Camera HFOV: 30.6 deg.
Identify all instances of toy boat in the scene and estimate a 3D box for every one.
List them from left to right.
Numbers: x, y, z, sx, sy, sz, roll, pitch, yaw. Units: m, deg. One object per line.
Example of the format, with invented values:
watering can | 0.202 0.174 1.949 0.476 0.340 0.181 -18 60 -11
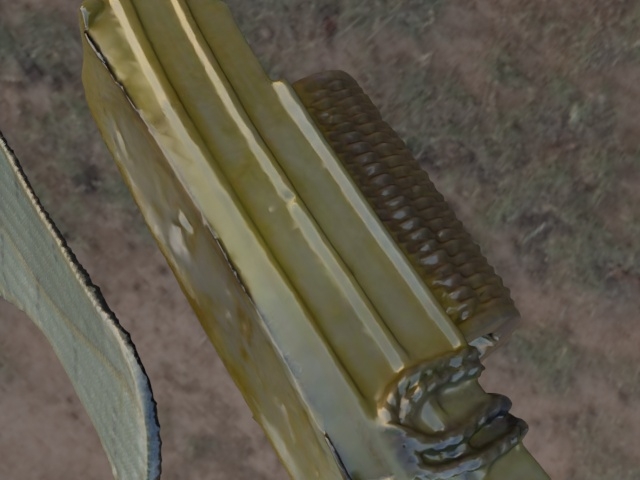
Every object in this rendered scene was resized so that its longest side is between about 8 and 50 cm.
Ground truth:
toy boat | 0.000 0.000 0.498 0.310 0.115 0.089 58 156 21

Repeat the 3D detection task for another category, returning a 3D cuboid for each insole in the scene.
insole | -0.158 0.011 0.627 0.348 0.009 0.119 45 139 46
